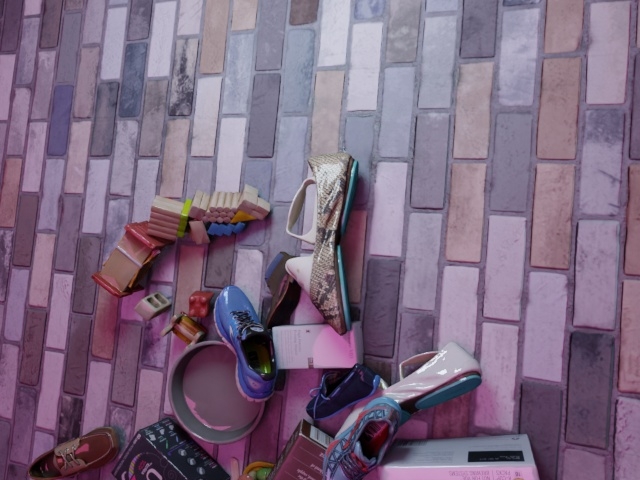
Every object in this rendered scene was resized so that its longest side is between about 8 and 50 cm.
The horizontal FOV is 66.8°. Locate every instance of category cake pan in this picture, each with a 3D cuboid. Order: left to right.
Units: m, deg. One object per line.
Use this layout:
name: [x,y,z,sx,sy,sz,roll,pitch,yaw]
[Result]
cake pan: [-0.288,0.425,1.378,0.293,0.054,0.293,0,91,12]

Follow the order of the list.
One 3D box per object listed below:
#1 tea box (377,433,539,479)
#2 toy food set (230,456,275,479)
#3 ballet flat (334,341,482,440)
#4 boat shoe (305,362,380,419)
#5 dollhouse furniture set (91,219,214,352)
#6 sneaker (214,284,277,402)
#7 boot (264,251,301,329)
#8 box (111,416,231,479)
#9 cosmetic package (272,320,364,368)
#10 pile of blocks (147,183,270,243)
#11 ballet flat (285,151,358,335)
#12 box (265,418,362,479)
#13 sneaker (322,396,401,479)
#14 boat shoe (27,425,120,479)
tea box: [0.327,0.628,1.078,0.329,0.220,0.323,-9,82,18]
toy food set: [-0.168,0.680,1.324,0.218,0.071,0.128,1,86,20]
ballet flat: [0.203,0.379,1.206,0.400,0.139,0.139,-32,76,10]
boat shoe: [0.043,0.372,1.237,0.089,0.109,0.258,45,121,-7]
dollhouse furniture set: [-0.463,0.133,1.458,0.374,0.152,0.201,38,98,1]
sneaker: [-0.185,0.249,1.293,0.330,0.130,0.147,61,141,29]
boot: [-0.113,0.138,1.364,0.106,0.082,0.219,34,99,39]
box: [-0.422,0.666,1.376,0.270,0.143,0.165,34,98,18]
cosmetic package: [-0.005,0.280,1.297,0.231,0.085,0.117,-8,83,20]
pile of blocks: [-0.325,-0.084,1.433,0.363,0.112,0.148,-4,128,1]
ballet flat: [0.000,0.000,1.259,0.182,0.164,0.482,2,76,7]
box: [-0.068,0.669,1.204,0.191,0.143,0.381,30,87,3]
sneaker: [0.081,0.470,1.082,0.104,0.125,0.261,33,96,7]
boat shoe: [-0.766,0.677,1.508,0.324,0.116,0.123,-29,77,15]
